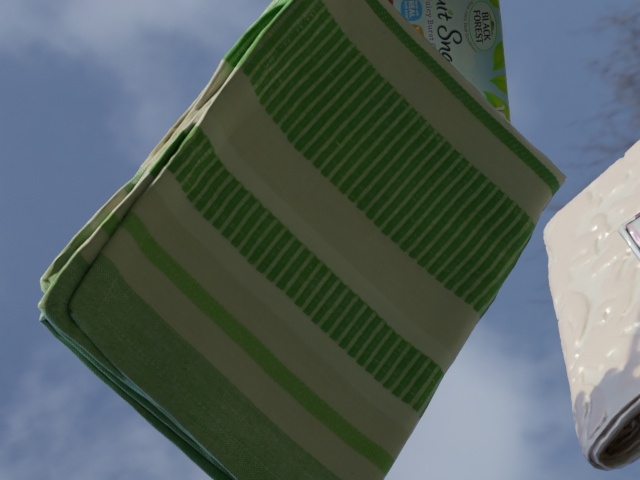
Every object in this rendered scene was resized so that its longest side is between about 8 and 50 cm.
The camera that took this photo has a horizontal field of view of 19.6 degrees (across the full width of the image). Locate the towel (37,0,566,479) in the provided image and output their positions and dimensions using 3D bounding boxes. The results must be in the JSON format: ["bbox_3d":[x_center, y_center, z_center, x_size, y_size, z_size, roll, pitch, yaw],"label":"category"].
[{"bbox_3d":[0.000,0.000,1.160,0.248,0.038,0.325,43,-119,-14],"label":"towel"}]

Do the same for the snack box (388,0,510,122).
[{"bbox_3d":[0.078,-0.145,1.314,0.100,0.037,0.141,-6,-92,-2],"label":"snack box"}]

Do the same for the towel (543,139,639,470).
[{"bbox_3d":[0.307,-0.012,1.440,0.053,0.317,0.332,39,-157,-19],"label":"towel"}]

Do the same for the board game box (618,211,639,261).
[{"bbox_3d":[0.312,0.025,0.657,0.066,0.318,0.318,44,-164,-45],"label":"board game box"}]
